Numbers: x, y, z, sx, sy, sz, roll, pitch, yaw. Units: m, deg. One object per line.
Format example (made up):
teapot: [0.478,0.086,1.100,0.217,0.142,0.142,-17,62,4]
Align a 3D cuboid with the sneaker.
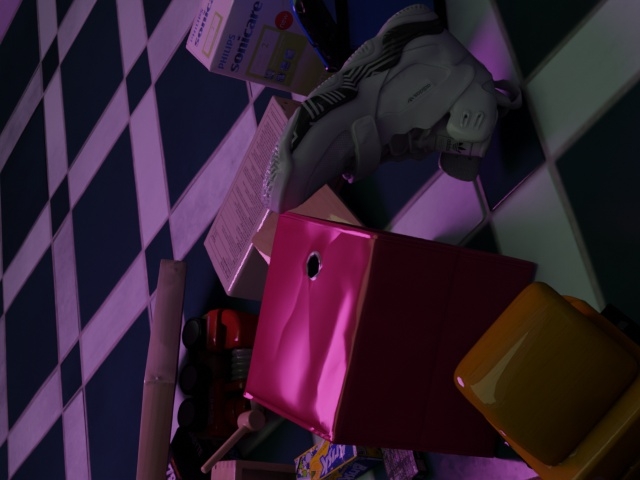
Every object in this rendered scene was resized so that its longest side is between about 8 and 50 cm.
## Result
sneaker: [0.098,-0.136,1.619,0.366,0.210,0.137,-48,-15,-22]

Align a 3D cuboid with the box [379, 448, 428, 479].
box: [0.115,0.305,1.737,0.067,0.018,0.083,-53,39,37]

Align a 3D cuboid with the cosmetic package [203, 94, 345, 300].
cosmetic package: [-0.072,-0.066,2.086,0.309,0.113,0.160,-63,34,26]

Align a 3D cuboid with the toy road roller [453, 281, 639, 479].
toy road roller: [0.280,0.182,1.240,0.202,0.240,0.329,-51,39,6]

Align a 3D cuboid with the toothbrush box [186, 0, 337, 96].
toothbrush box: [-0.037,-0.344,1.952,0.122,0.283,0.206,49,121,54]

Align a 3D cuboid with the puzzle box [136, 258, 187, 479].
puzzle box: [-0.279,0.244,2.195,0.409,0.052,0.272,-95,11,-62]

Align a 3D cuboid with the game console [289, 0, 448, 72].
game console: [0.067,-0.400,1.780,0.173,0.250,0.293,-11,65,15]

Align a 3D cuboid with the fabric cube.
fabric cube: [0.081,0.117,1.620,0.254,0.259,0.258,16,95,59]

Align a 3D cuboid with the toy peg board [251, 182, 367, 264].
toy peg board: [0.000,0.000,1.969,0.161,0.079,0.161,-50,55,16]

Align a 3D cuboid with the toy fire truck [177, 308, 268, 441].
toy fire truck: [-0.132,0.215,2.077,0.246,0.158,0.217,-15,66,44]

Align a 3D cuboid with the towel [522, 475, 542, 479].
towel: [0.299,0.414,1.377,0.237,0.037,0.329,-33,51,54]

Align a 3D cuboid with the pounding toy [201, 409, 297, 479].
pounding toy: [-0.124,0.372,1.956,0.094,0.181,0.206,-20,64,56]

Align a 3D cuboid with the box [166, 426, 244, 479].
box: [-0.215,0.492,2.183,0.295,0.073,0.293,52,125,52]

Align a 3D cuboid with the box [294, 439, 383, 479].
box: [0.028,0.324,1.843,0.169,0.054,0.059,-43,45,46]
